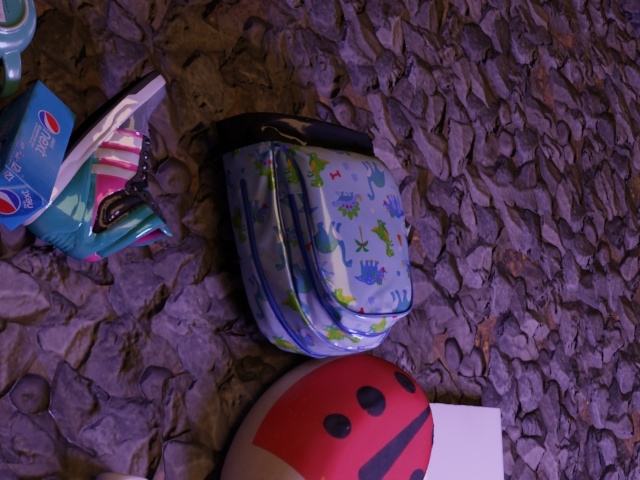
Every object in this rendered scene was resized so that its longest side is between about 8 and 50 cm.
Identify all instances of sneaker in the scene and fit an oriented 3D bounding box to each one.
[{"bbox_3d":[-0.257,-0.080,1.408,0.178,0.123,0.296,48,57,-21],"label":"sneaker"}]

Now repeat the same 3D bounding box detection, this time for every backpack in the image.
[{"bbox_3d":[0.000,0.000,1.589,0.290,0.273,0.356,9,84,-49],"label":"backpack"}]

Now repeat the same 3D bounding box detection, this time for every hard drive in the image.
[{"bbox_3d":[0.241,0.466,1.833,0.233,0.047,0.353,12,72,-43],"label":"hard drive"}]

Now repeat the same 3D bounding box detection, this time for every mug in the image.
[{"bbox_3d":[-0.414,-0.275,1.320,0.158,0.097,0.129,44,52,-29],"label":"mug"}]

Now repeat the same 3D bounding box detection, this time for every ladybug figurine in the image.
[{"bbox_3d":[0.035,0.331,1.574,0.449,0.161,0.305,-43,110,-43],"label":"ladybug figurine"}]

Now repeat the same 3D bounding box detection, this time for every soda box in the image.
[{"bbox_3d":[-0.362,-0.108,1.288,0.071,0.067,0.210,46,23,-29],"label":"soda box"}]

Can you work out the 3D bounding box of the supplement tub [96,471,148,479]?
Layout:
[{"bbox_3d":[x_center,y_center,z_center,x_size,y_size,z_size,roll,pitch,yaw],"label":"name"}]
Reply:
[{"bbox_3d":[-0.258,0.353,1.335,0.071,0.071,0.107,25,63,-39],"label":"supplement tub"}]
